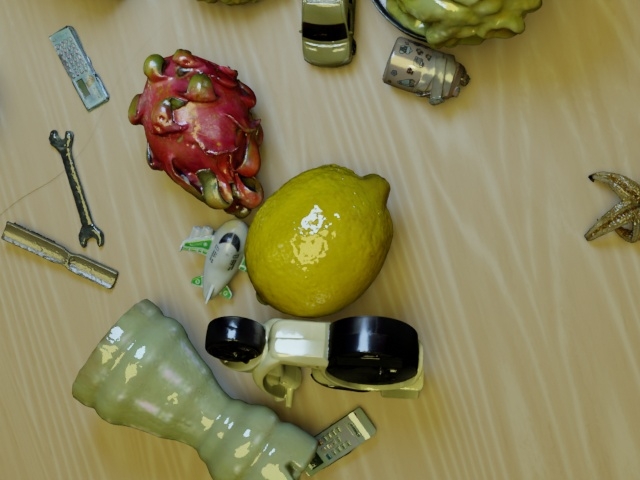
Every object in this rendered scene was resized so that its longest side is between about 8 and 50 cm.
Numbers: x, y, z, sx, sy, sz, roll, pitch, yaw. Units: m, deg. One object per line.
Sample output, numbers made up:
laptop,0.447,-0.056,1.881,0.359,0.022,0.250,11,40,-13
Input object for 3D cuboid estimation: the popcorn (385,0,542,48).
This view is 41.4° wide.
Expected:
popcorn,0.244,-0.455,1.368,0.312,0.312,0.312,1,94,9

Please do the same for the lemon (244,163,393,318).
lemon,0.000,0.000,1.522,0.245,0.245,0.320,45,95,4

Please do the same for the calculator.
calculator,-0.482,-0.346,1.692,0.057,0.018,0.172,-27,90,12

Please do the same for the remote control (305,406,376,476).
remote control,0.029,0.393,1.652,0.166,0.029,0.065,-37,87,15

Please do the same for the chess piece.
chess piece,-0.225,0.325,1.593,0.442,0.234,0.234,35,99,6

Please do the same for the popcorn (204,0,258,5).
popcorn,-0.166,-0.545,1.523,0.249,0.225,0.249,2,96,15

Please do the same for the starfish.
starfish,0.549,-0.069,1.515,0.190,0.074,0.146,-33,94,12

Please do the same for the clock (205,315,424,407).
clock,-0.003,0.218,1.537,0.379,0.276,0.120,2,61,8

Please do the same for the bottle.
bottle,0.196,-0.305,1.545,0.152,0.099,0.099,22,97,4

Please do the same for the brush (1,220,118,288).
brush,-0.526,0.028,1.718,0.248,0.036,0.043,24,102,0

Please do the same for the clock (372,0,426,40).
clock,0.234,-0.513,1.537,0.319,0.066,0.318,1,93,10

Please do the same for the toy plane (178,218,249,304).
toy plane,-0.187,0.039,1.631,0.174,0.080,0.174,0,106,1

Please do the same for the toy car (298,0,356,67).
toy car,0.015,-0.451,1.547,0.101,0.124,0.256,4,94,10

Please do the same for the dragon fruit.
dragon fruit,-0.209,-0.202,1.553,0.307,0.227,0.243,32,103,3

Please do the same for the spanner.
spanner,-0.494,-0.105,1.710,0.054,0.015,0.254,-17,91,10
